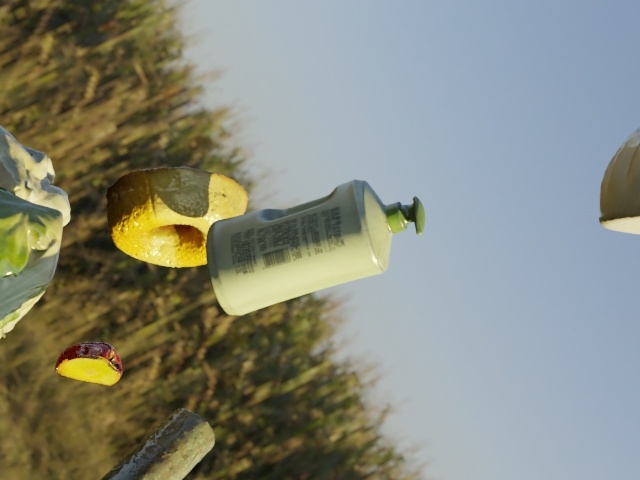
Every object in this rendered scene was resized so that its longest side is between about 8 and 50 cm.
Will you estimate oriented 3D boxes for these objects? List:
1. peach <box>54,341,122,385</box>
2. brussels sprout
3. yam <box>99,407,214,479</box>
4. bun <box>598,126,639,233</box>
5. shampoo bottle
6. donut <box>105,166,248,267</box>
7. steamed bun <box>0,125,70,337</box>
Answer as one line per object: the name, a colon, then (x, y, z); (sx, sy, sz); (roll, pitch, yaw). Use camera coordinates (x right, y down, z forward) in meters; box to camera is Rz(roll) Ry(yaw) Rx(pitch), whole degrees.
peach: (-0.310, 0.163, 1.745); (0.077, 0.083, 0.050); (55, 26, -47)
brussels sprout: (-0.450, 0.023, 1.591); (0.219, 0.271, 0.210); (-131, -141, -59)
yam: (-0.192, 0.260, 1.475); (0.068, 0.169, 0.068); (16, -54, 24)
bun: (0.453, -0.094, 1.498); (0.263, 0.263, 0.175); (118, -26, -84)
shampoo bottle: (0.000, 0.000, 1.392); (0.087, 0.234, 0.118); (59, 20, -44)
donut: (-0.175, -0.023, 1.569); (0.190, 0.174, 0.075); (-22, -125, 50)
steamed bun: (-0.490, -0.034, 1.823); (0.206, 0.275, 0.320); (-96, -159, -70)
